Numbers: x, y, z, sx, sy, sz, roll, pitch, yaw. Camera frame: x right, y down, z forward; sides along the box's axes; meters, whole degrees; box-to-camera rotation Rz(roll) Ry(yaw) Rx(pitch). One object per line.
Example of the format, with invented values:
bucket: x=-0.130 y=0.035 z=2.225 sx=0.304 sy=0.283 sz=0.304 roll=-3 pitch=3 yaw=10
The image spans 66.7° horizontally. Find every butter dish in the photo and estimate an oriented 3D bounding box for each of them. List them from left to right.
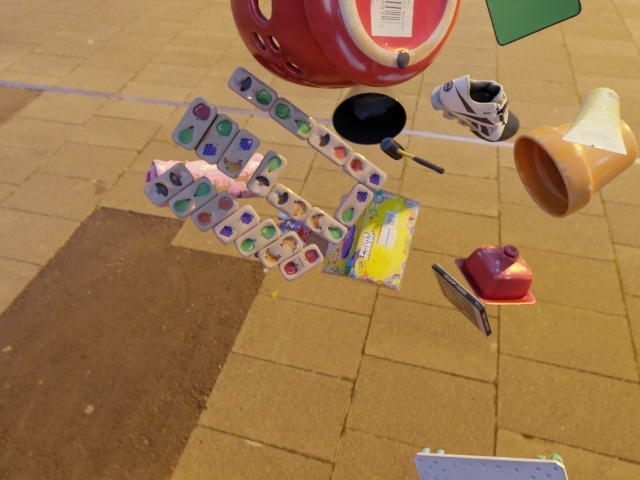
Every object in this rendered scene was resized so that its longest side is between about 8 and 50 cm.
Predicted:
butter dish: x=0.422 y=0.062 z=1.131 sx=0.160 sy=0.118 sz=0.159 roll=2 pitch=38 yaw=-18

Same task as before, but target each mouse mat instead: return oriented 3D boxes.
mouse mat: x=0.479 y=-0.553 z=1.111 sx=0.190 sy=0.152 sz=0.007 roll=-11 pitch=14 yaw=42

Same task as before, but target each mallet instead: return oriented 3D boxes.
mallet: x=0.205 y=-0.192 z=1.108 sx=0.039 sy=0.062 sz=0.190 roll=-59 pitch=35 yaw=7

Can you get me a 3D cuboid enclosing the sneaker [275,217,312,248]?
sneaker: x=-0.063 y=-0.022 z=1.265 sx=0.087 sy=0.083 sz=0.221 roll=-32 pitch=23 yaw=1

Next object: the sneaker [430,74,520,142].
sneaker: x=0.490 y=-0.381 z=1.403 sx=0.331 sy=0.146 sz=0.122 roll=11 pitch=74 yaw=-30

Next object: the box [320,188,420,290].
box: x=0.158 y=-0.003 z=1.610 sx=0.177 sy=0.279 sz=0.289 roll=17 pitch=83 yaw=-17

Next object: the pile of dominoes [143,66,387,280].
pile of dominoes: x=-0.062 y=-0.068 z=0.595 sx=0.195 sy=0.251 sz=0.040 roll=-56 pitch=17 yaw=4

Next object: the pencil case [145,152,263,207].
pencil case: x=-0.371 y=-0.204 z=1.620 sx=0.387 sy=0.159 sz=0.167 roll=-10 pitch=0 yaw=-29

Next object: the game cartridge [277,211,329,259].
game cartridge: x=0.000 y=0.000 z=1.935 sx=0.355 sy=0.230 sz=0.068 roll=23 pitch=61 yaw=40

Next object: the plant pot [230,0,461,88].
plant pot: x=0.030 y=-0.243 z=0.476 sx=0.191 sy=0.191 sz=0.174 roll=-28 pitch=34 yaw=-22

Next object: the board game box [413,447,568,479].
board game box: x=0.488 y=0.740 z=1.303 sx=0.390 sy=0.389 sz=0.050 roll=-14 pitch=9 yaw=34

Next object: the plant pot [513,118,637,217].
plant pot: x=0.569 y=-0.181 z=1.076 sx=0.188 sy=0.205 sz=0.205 roll=-27 pitch=48 yaw=2

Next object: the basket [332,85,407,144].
basket: x=0.148 y=-0.398 z=1.417 sx=0.205 sy=0.154 sz=0.226 roll=-3 pitch=37 yaw=12

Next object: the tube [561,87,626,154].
tube: x=0.471 y=-0.200 z=0.831 sx=0.070 sy=0.062 sz=0.240 roll=-23 pitch=15 yaw=39

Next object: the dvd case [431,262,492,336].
dvd case: x=0.474 y=0.197 z=1.635 sx=0.030 sy=0.179 sz=0.238 roll=-37 pitch=44 yaw=-5

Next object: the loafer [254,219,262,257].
loafer: x=-0.222 y=-0.019 z=1.834 sx=0.076 sy=0.078 sz=0.223 roll=17 pitch=31 yaw=-26
